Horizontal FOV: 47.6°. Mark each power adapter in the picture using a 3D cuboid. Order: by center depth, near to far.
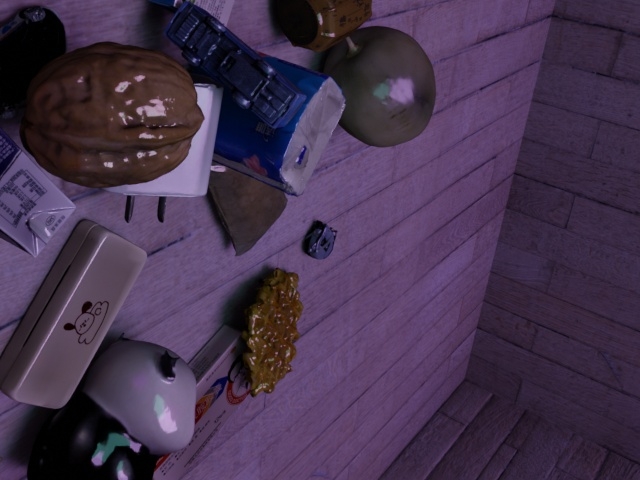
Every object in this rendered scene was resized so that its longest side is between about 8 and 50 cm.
[{"bbox_3d":[-0.273,-0.149,1.186,0.187,0.124,0.255,0,114,-30],"label":"power adapter"}]

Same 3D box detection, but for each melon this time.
[{"bbox_3d":[0.138,-0.349,1.654,0.308,0.271,0.272,7,104,-54],"label":"melon"}]

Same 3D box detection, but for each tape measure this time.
[{"bbox_3d":[0.000,0.002,1.887,0.091,0.054,0.094,28,83,-56],"label":"tape measure"}]

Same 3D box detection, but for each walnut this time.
[{"bbox_3d":[-0.277,-0.169,0.981,0.245,0.198,0.198,-4,119,-23],"label":"walnut"}]

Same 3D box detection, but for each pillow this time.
[{"bbox_3d":[-0.156,-0.111,1.512,0.185,0.075,0.302,-50,147,-25],"label":"pillow"}]

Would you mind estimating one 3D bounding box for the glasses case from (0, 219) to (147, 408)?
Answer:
[{"bbox_3d":[-0.421,0.126,1.234,0.313,0.070,0.131,-62,152,-8],"label":"glasses case"}]

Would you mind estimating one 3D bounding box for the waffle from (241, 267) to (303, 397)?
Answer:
[{"bbox_3d":[-0.114,0.215,1.770,0.325,0.068,0.302,-51,144,-63],"label":"waffle"}]

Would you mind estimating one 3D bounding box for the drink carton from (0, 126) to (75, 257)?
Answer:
[{"bbox_3d":[-0.448,-0.088,0.961,0.102,0.134,0.222,-59,152,-19],"label":"drink carton"}]

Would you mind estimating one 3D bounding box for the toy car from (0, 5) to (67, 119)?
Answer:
[{"bbox_3d":[-0.410,-0.243,0.975,0.205,0.056,0.095,-69,159,-45],"label":"toy car"}]

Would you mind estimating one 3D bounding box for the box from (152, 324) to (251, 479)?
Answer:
[{"bbox_3d":[-0.287,0.387,1.671,0.353,0.069,0.214,-50,148,-31],"label":"box"}]

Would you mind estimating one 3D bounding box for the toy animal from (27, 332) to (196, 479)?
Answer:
[{"bbox_3d":[-0.361,0.332,1.319,0.310,0.251,0.251,-64,152,-15],"label":"toy animal"}]

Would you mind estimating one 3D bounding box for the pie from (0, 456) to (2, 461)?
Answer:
[{"bbox_3d":[-0.604,0.334,1.067,0.337,0.075,0.338,-39,142,-40],"label":"pie"}]

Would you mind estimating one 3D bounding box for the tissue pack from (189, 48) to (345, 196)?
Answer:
[{"bbox_3d":[-0.118,-0.223,1.284,0.209,0.269,0.137,-63,155,-3],"label":"tissue pack"}]

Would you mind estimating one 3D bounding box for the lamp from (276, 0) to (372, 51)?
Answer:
[{"bbox_3d":[0.009,-0.470,1.449,0.185,0.161,0.161,-42,144,-36],"label":"lamp"}]

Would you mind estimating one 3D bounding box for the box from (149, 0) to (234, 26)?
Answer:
[{"bbox_3d":[-0.191,-0.460,1.190,0.139,0.073,0.194,7,105,-60],"label":"box"}]

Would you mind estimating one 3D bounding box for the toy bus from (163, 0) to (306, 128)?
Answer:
[{"bbox_3d":[-0.133,-0.273,1.144,0.079,0.236,0.094,-50,173,9],"label":"toy bus"}]
